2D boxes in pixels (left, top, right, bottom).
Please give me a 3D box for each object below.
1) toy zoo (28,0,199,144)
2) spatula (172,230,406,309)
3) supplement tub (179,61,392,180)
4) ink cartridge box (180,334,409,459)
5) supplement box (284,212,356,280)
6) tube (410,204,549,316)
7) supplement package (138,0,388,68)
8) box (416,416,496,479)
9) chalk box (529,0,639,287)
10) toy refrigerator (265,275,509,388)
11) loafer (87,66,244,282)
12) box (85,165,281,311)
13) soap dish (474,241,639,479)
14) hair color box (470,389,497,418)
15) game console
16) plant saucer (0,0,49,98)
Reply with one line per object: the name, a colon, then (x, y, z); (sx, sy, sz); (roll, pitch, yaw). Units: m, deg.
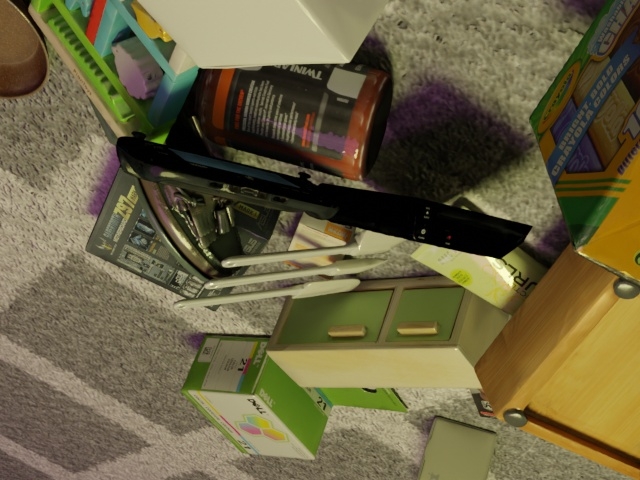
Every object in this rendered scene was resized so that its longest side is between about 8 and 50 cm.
toy zoo: (-0.168, -0.212, 0.973); (0.192, 0.030, 0.293); (53, 149, 9)
spatula: (-0.025, 0.031, 1.227); (0.242, 0.019, 0.168); (-4, 160, -33)
supplement tub: (-0.040, -0.127, 1.046); (0.197, 0.106, 0.106); (16, 149, 9)
ink cartridge box: (-0.035, 0.223, 1.597); (0.255, 0.097, 0.189); (0, 143, 33)
supplement box: (0.000, 0.000, 1.285); (0.062, 0.036, 0.098); (22, 150, -3)
tube: (0.216, 0.053, 1.216); (0.240, 0.070, 0.062); (33, 179, -14)
supplement package: (-0.076, -0.273, 0.743); (0.175, 0.178, 0.293); (7, 149, 48)
box: (0.191, 0.372, 1.679); (0.094, 0.113, 0.275); (14, 150, 11)
chalk box: (0.273, -0.089, 0.800); (0.180, 0.289, 0.179); (26, 116, -11)
toy refrigerator: (0.073, 0.107, 1.346); (0.269, 0.102, 0.094); (-4, 141, 37)
loafer: (-0.140, -0.076, 1.155); (0.084, 0.096, 0.268); (-18, 112, 28)
box: (-0.166, -0.015, 1.341); (0.183, 0.059, 0.233); (25, 149, -9)
soap dish: (0.313, 0.105, 1.116); (0.228, 0.118, 0.291); (25, 132, -5)
hair color box: (0.221, 0.172, 1.412); (0.071, 0.043, 0.141); (6, 145, 26)
game console: (-0.003, -0.040, 1.040); (0.361, 0.044, 0.213); (12, -179, -26)
plant saucer: (-0.359, -0.223, 1.159); (0.198, 0.036, 0.199); (16, 149, 9)
